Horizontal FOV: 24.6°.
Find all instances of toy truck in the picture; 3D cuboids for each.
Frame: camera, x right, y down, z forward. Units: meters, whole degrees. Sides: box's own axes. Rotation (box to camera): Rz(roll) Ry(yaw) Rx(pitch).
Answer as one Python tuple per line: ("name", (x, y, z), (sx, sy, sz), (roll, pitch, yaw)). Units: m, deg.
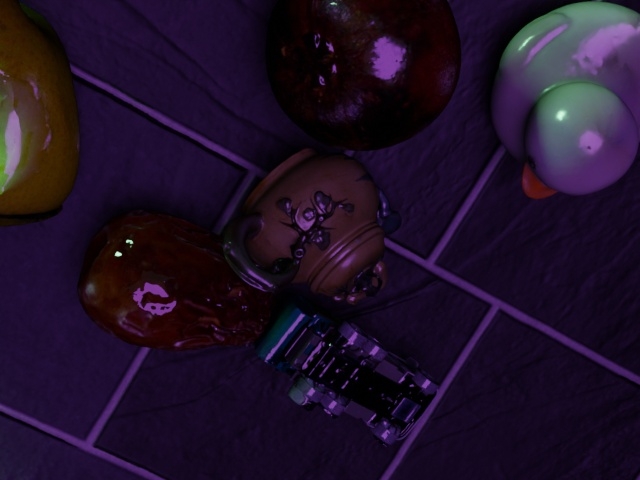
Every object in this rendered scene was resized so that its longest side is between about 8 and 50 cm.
("toy truck", (0.028, 0.154, 1.807), (0.253, 0.124, 0.114), (32, 99, -41))

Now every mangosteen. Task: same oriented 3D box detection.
("mangosteen", (0.065, -0.227, 1.686), (0.261, 0.236, 0.235), (-26, 119, -49))

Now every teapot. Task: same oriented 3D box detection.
("teapot", (0.000, 0.000, 1.720), (0.182, 0.269, 0.173), (48, 131, 12))

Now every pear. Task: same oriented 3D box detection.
("pear", (-0.383, -0.163, 1.619), (0.293, 0.159, 0.292), (-3, 105, -12))

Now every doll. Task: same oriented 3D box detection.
("doll", (0.313, -0.160, 1.741), (0.221, 0.221, 0.251), (35, 97, -20))

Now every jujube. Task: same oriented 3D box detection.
("jujube", (-0.167, 0.057, 1.734), (0.236, 0.168, 0.168), (20, 103, -25))

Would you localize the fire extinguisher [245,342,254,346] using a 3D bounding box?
("fire extinguisher", (-0.094, 0.089, 1.832), (0.038, 0.025, 0.083), (8, 107, 9))
